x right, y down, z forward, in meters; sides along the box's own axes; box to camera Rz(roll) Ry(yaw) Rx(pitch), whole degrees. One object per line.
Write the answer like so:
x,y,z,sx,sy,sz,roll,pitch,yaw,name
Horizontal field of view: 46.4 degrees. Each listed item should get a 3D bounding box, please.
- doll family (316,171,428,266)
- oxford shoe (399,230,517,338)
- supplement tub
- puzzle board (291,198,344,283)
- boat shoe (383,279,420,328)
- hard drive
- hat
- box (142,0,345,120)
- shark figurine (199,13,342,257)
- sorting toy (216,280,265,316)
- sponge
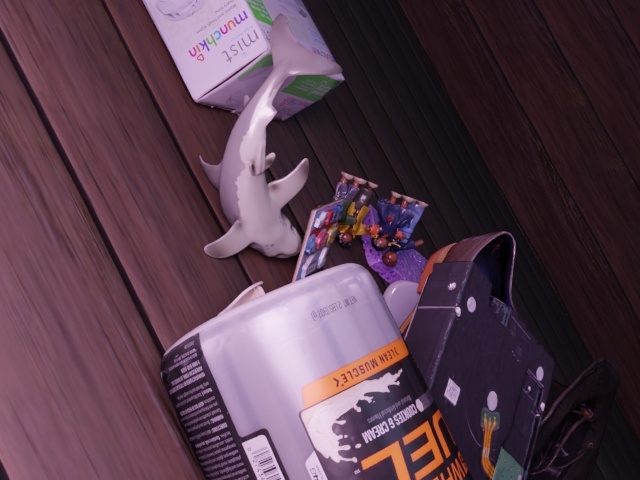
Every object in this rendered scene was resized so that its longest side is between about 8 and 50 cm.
0.078,-0.025,1.102,0.193,0.111,0.076,19,7,-15,doll family
0.183,0.130,1.009,0.130,0.133,0.363,32,54,-17,oxford shoe
0.017,0.194,0.596,0.315,0.194,0.194,64,22,7,supplement tub
0.000,0.000,0.943,0.011,0.096,0.128,19,14,14,puzzle board
0.180,0.141,1.184,0.258,0.095,0.084,42,-3,-28,boat shoe
0.155,0.225,0.839,0.237,0.064,0.338,45,55,-34,hard drive
0.313,0.302,1.121,0.134,0.331,0.331,26,-2,37,hat
-0.111,-0.296,1.010,0.231,0.127,0.262,62,21,8,box
-0.085,-0.095,0.815,0.166,0.278,0.116,-21,40,-40,shark figurine
-0.073,0.092,0.732,0.075,0.045,0.083,-18,80,-60,sorting toy
0.137,0.039,1.263,0.210,0.031,0.117,40,29,-42,sponge
